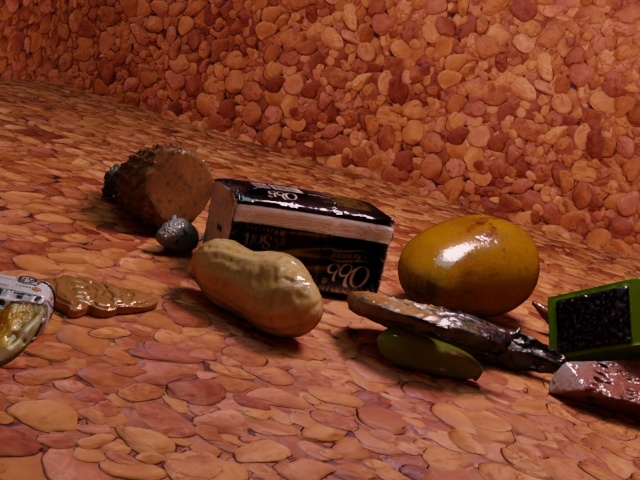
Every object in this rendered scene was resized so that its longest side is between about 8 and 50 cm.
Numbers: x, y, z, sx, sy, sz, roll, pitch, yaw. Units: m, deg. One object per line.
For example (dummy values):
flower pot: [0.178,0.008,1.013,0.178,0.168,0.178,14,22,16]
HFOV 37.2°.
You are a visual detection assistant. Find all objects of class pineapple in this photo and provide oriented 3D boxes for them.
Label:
pineapple: [-0.411,-0.135,2.227,0.202,0.201,0.362,4,5,-41]

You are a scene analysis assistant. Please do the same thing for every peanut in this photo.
peanut: [-0.112,0.078,1.712,0.319,0.147,0.148,22,14,41]

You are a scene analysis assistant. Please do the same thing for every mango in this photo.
mango: [0.322,0.062,2.109,0.378,0.221,0.264,-11,31,-44]

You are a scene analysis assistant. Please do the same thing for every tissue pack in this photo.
tissue pack: [-0.056,-0.010,2.018,0.370,0.198,0.210,10,16,-21]

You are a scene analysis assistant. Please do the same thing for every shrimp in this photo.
shrimp: [0.265,0.169,1.755,0.445,0.085,0.272,18,-5,-10]

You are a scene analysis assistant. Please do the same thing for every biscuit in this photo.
biscuit: [-0.389,0.092,1.586,0.250,0.035,0.162,9,18,-32]

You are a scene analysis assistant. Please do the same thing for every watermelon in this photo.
watermelon: [0.541,0.278,1.739,0.241,0.094,0.154,12,22,-6]

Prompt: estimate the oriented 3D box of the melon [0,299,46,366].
melon: [-0.450,0.130,1.252,0.160,0.079,0.128,7,43,-10]

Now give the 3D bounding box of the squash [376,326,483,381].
squash: [0.194,0.205,1.678,0.201,0.066,0.066,20,11,-8]

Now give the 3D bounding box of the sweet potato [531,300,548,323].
sweet potato: [0.591,0.214,2.097,0.281,0.059,0.067,25,3,35]

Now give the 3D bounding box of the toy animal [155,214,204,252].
toy animal: [-0.281,-0.018,2.073,0.070,0.079,0.253,40,20,11]

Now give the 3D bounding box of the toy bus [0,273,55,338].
toy bus: [-0.480,0.092,1.352,0.194,0.087,0.089,12,20,-16]

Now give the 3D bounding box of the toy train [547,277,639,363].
toy train: [0.620,0.170,1.883,0.249,0.173,0.307,16,-22,-35]
